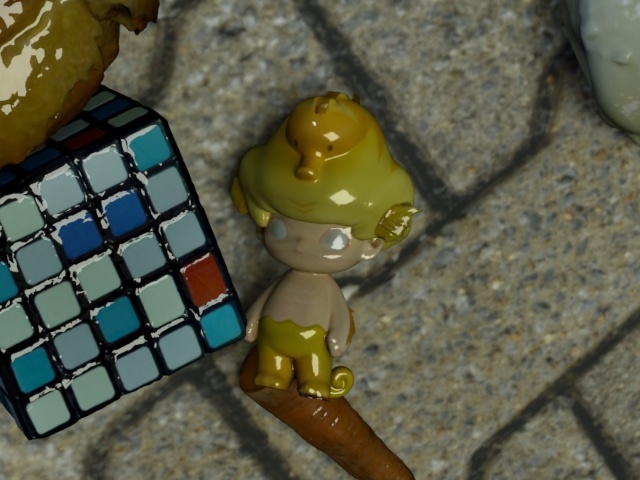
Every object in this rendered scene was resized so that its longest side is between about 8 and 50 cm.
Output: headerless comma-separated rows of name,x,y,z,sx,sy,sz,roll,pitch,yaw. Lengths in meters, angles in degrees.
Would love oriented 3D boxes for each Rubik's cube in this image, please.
Rubik's cube,-0.188,0.007,1.342,0.184,0.182,0.187,-26,113,-16

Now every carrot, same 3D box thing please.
carrot,0.017,0.162,1.547,0.061,0.061,0.210,-49,120,-6

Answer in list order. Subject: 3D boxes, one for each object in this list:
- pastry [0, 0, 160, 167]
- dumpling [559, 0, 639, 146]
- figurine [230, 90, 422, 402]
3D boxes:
pastry,-0.281,-0.203,1.223,0.356,0.164,0.356,0,89,-14
dumpling,0.323,-0.198,1.492,0.187,0.243,0.318,-35,131,-45
figurine,0.000,0.000,1.448,0.156,0.131,0.246,12,88,15
